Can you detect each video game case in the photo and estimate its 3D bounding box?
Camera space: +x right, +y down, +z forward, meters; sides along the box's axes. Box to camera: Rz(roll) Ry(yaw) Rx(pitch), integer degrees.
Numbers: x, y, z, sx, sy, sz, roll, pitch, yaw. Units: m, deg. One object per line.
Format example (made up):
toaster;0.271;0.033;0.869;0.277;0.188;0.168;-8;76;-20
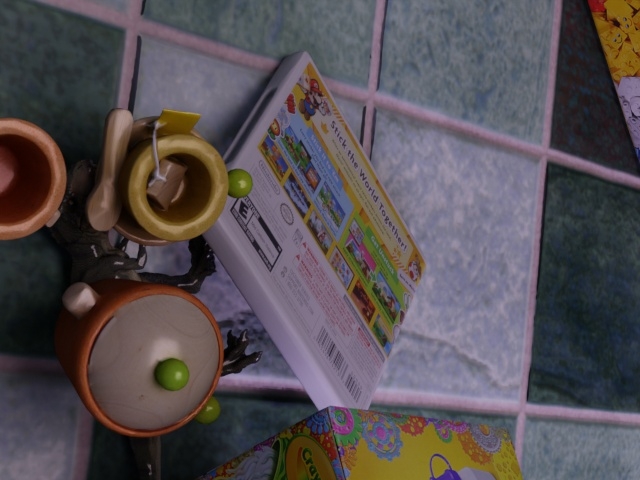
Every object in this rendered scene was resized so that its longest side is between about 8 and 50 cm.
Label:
video game case;0.000;0.000;1.022;0.227;0.026;0.206;58;37;-27

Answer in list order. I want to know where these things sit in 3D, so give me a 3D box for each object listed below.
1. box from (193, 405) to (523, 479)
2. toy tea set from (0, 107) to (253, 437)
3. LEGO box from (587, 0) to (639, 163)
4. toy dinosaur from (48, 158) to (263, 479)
box;0.000;0.293;0.814;0.177;0.279;0.290;14;53;-44
toy tea set;-0.186;0.015;0.770;0.336;0.124;0.200;3;98;-30
LEGO box;0.511;-0.312;1.441;0.500;0.193;0.372;-39;116;-37
toy dinosaur;-0.113;0.061;0.927;0.118;0.064;0.268;-22;107;-31
